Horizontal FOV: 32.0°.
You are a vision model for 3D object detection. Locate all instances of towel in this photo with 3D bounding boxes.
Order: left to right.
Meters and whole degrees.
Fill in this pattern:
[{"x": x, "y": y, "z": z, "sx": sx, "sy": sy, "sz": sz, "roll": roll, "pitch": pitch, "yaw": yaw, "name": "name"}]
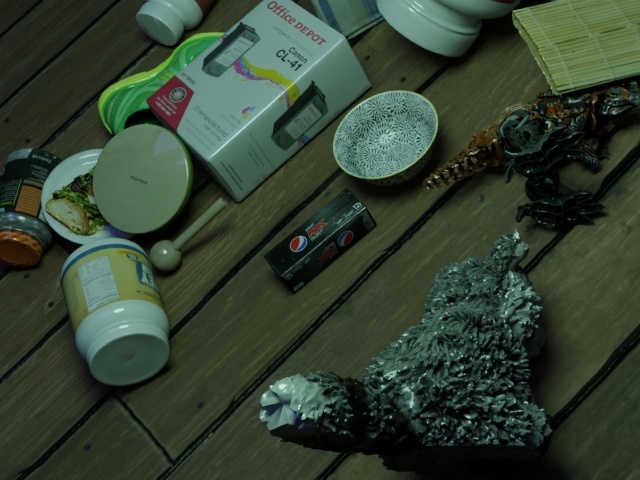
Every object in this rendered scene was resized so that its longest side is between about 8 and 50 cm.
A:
[{"x": 0.109, "y": -0.460, "z": 1.875, "sx": 0.285, "sy": 0.209, "sz": 0.034, "roll": -32, "pitch": 60, "yaw": 1, "name": "towel"}]

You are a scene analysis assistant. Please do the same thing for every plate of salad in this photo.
[{"x": -0.379, "y": -0.081, "z": 1.913, "sx": 0.199, "sy": 0.048, "sz": 0.200, "roll": 2, "pitch": 59, "yaw": -3, "name": "plate of salad"}]

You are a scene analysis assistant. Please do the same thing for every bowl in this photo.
[{"x": 0.112, "y": -0.143, "z": 1.732, "sx": 0.170, "sy": 0.080, "sz": 0.170, "roll": -13, "pitch": 52, "yaw": 17, "name": "bowl"}]

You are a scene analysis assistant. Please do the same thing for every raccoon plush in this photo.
[{"x": 0.131, "y": 0.108, "z": 1.340, "sx": 0.216, "sy": 0.446, "sz": 0.299, "roll": -15, "pitch": 64, "yaw": 33, "name": "raccoon plush"}]

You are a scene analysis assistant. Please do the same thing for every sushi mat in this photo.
[{"x": 0.448, "y": -0.306, "z": 1.620, "sx": 0.316, "sy": 0.019, "sz": 0.151, "roll": -15, "pitch": 65, "yaw": -14, "name": "sushi mat"}]

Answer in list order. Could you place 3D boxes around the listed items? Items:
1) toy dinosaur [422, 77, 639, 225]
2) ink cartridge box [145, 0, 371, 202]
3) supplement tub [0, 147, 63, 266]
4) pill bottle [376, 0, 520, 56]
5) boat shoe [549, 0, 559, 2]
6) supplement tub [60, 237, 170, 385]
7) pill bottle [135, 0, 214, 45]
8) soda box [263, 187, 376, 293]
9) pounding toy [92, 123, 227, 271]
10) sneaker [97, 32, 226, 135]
[{"x": 0.317, "y": -0.132, "z": 1.612, "sx": 0.322, "sy": 0.164, "sz": 0.218, "roll": -39, "pitch": 32, "yaw": 21, "name": "toy dinosaur"}, {"x": -0.107, "y": -0.248, "z": 1.883, "sx": 0.306, "sy": 0.131, "sz": 0.226, "roll": -43, "pitch": 50, "yaw": -5, "name": "ink cartridge box"}, {"x": -0.515, "y": -0.057, "z": 1.956, "sx": 0.117, "sy": 0.117, "sz": 0.190, "roll": -7, "pitch": 55, "yaw": 22, "name": "supplement tub"}, {"x": 0.257, "y": -0.493, "z": 1.706, "sx": 0.408, "sy": 0.229, "sz": 0.229, "roll": -57, "pitch": 39, "yaw": 34, "name": "pill bottle"}, {"x": 0.428, "y": -0.383, "z": 1.732, "sx": 0.102, "sy": 0.108, "sz": 0.301, "roll": -10, "pitch": 51, "yaw": -6, "name": "boat shoe"}, {"x": -0.315, "y": 0.110, "z": 1.722, "sx": 0.144, "sy": 0.144, "sz": 0.200, "roll": -29, "pitch": 50, "yaw": 5, "name": "supplement tub"}, {"x": -0.257, "y": -0.482, "z": 2.128, "sx": 0.121, "sy": 0.121, "sz": 0.216, "roll": 17, "pitch": 67, "yaw": 34, "name": "pill bottle"}, {"x": 0.000, "y": 0.000, "z": 1.703, "sx": 0.169, "sy": 0.053, "sz": 0.060, "roll": -39, "pitch": 49, "yaw": -4, "name": "soda box"}, {"x": -0.258, "y": -0.076, "z": 1.855, "sx": 0.183, "sy": 0.110, "sz": 0.237, "roll": -45, "pitch": 70, "yaw": 11, "name": "pounding toy"}, {"x": -0.255, "y": -0.267, "z": 1.999, "sx": 0.295, "sy": 0.109, "sz": 0.123, "roll": -30, "pitch": 63, "yaw": 9, "name": "sneaker"}]
